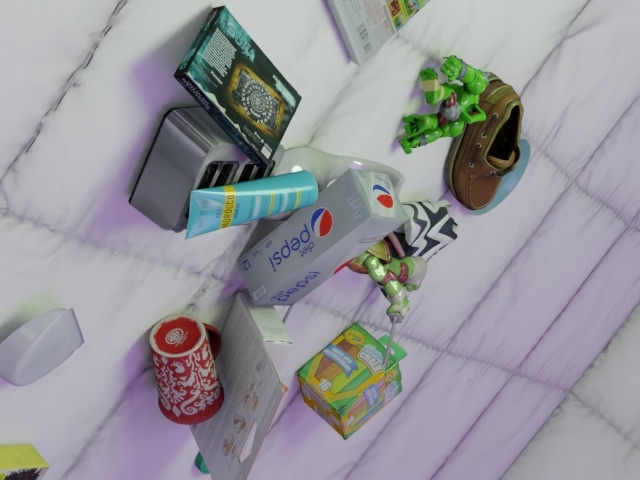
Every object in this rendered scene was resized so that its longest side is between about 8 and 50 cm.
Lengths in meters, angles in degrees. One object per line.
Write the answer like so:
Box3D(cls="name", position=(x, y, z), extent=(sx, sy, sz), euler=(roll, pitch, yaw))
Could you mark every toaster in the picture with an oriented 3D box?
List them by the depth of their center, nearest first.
Box3D(cls="toaster", position=(-0.157, -0.104, 1.694), extent=(0.168, 0.110, 0.186), euler=(-5, 129, -52))

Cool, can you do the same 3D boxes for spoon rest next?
Box3D(cls="spoon rest", position=(0.004, -0.096, 1.969), extent=(0.276, 0.084, 0.137), euler=(-4, 128, -34))

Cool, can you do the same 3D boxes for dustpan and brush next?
Box3D(cls="dustpan and brush", position=(-0.441, 0.174, 1.703), extent=(0.211, 0.060, 0.147), euler=(-44, 163, -21))

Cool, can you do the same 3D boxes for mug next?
Box3D(cls="mug", position=(-0.225, 0.196, 1.983), extent=(0.113, 0.150, 0.169), euler=(-5, 137, 1))

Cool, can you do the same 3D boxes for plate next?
Box3D(cls="plate", position=(0.354, -0.134, 2.424), extent=(0.188, 0.024, 0.188), euler=(-34, 148, -25))

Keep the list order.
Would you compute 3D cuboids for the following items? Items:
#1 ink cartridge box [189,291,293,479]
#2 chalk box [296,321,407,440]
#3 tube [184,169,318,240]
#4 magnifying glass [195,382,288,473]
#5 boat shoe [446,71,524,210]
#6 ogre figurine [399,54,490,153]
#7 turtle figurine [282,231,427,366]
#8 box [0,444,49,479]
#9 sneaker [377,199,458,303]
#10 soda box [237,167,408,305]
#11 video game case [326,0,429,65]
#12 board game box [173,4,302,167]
Box3D(cls="ink cartridge box", position=(-0.124, 0.280, 2.027), extent=(0.066, 0.261, 0.296), euler=(6, 122, -29))
Box3D(cls="chalk box", position=(0.078, 0.268, 2.410), extent=(0.213, 0.132, 0.132), euler=(-40, 149, -18))
Box3D(cls="tube", position=(-0.099, -0.056, 1.674), extent=(0.207, 0.052, 0.080), euler=(-15, 127, -36))
Box3D(cls="magnifying glass", position=(-0.151, 0.362, 2.322), extent=(0.231, 0.026, 0.092), euler=(-47, 150, -6))
Box3D(cls="boat shoe", position=(0.312, -0.160, 2.237), extent=(0.110, 0.104, 0.307), euler=(-28, 141, -23))
Box3D(cls="ogre figurine", position=(0.218, -0.232, 2.063), extent=(0.118, 0.097, 0.197), euler=(-5, 118, -36))
Box3D(cls="turtle figurine", position=(0.065, 0.078, 2.110), extent=(0.266, 0.198, 0.275), euler=(-2, 86, -63))
Box3D(cls="box", position=(-0.520, 0.355, 1.791), extent=(0.232, 0.058, 0.087), euler=(11, 116, -56))
Box3D(cls="sneaker", position=(0.199, 0.015, 2.317), extent=(0.153, 0.094, 0.235), euler=(-18, 128, -30))
Box3D(cls="soda box", position=(0.000, 0.000, 1.928), extent=(0.286, 0.091, 0.098), euler=(-38, 154, 33))
Box3D(cls="video game case", position=(0.097, -0.395, 1.784), extent=(0.206, 0.026, 0.227), euler=(-44, 149, -8))
Box3D(cls="board game box", position=(-0.106, -0.205, 1.606), extent=(0.186, 0.026, 0.126), euler=(48, 54, -35))
